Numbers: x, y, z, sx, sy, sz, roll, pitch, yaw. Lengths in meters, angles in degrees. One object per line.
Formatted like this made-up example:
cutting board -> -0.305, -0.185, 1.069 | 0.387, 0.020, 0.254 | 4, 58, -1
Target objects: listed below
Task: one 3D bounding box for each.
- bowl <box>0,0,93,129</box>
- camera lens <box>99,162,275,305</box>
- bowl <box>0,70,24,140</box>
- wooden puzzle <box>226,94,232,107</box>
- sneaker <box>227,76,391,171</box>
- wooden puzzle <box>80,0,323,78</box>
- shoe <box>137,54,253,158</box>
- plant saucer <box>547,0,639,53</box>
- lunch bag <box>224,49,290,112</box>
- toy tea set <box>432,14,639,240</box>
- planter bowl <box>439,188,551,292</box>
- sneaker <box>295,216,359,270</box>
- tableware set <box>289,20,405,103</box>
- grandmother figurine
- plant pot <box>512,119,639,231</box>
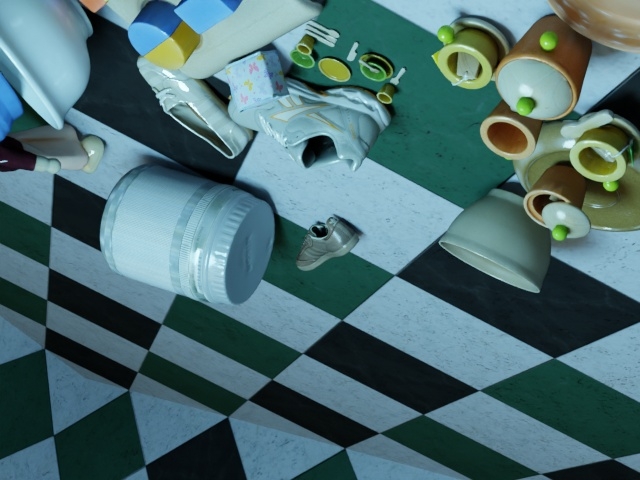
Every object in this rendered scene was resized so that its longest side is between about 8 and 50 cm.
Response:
bowl -> -0.424, -0.314, 1.417 | 0.298, 0.134, 0.298 | 44, 167, 13
camera lens -> -0.249, -0.012, 1.823 | 0.274, 0.219, 0.219 | 16, 155, 20
bowl -> -0.610, -0.322, 1.539 | 0.391, 0.077, 0.391 | 45, 167, 13
wooden puzzle -> -0.120, -0.202, 1.568 | 0.049, 0.006, 0.083 | -2, 145, 46
sneaker -> -0.036, -0.163, 1.426 | 0.262, 0.121, 0.099 | 10, 151, 32
wooden puzzle -> -0.215, -0.339, 1.284 | 0.348, 0.080, 0.322 | 36, 154, -24
shoe -> -0.202, -0.212, 1.552 | 0.219, 0.058, 0.076 | 38, 152, -16
plant saucer -> 0.318, -0.264, 0.980 | 0.200, 0.037, 0.200 | 20, 156, 9
lunch bag -> -0.093, -0.224, 1.396 | 0.083, 0.053, 0.071 | -16, 93, 36
toy tea set -> 0.261, -0.118, 1.178 | 0.200, 0.124, 0.336 | -4, 135, 46
planter bowl -> 0.270, -0.008, 1.441 | 0.162, 0.109, 0.162 | 28, 176, 2
sneaker -> 0.000, 0.000, 1.825 | 0.071, 0.066, 0.188 | 49, 146, -11
tableware set -> 0.034, -0.233, 1.335 | 0.154, 0.024, 0.104 | 26, 157, -4
grandmother figurine -> -0.559, -0.160, 1.763 | 0.208, 0.104, 0.342 | 2, -174, 29
plant pot -> 0.368, -0.076, 1.329 | 0.236, 0.032, 0.236 | 20, 156, 9
